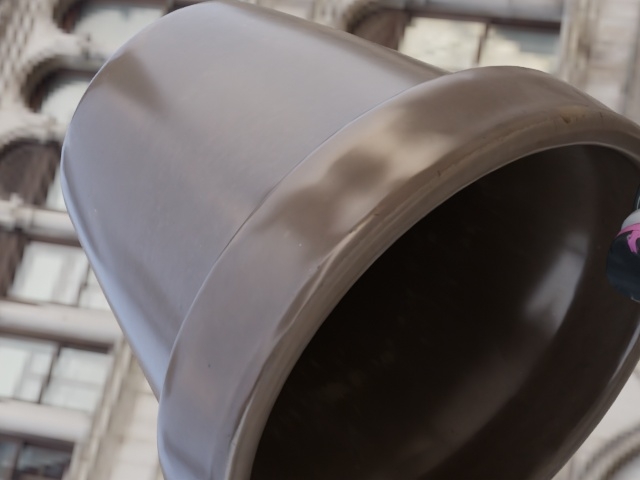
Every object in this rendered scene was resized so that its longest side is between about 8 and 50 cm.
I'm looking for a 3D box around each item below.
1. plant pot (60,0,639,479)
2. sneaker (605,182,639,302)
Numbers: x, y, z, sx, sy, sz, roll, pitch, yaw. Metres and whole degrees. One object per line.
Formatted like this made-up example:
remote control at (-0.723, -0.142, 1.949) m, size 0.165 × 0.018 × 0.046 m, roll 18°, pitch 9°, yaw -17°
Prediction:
plant pot at (0.000, 0.000, 0.777) m, size 0.263 × 0.229 × 0.263 m, roll -26°, pitch -41°, yaw -26°
sneaker at (0.212, 0.001, 0.675) m, size 0.072 × 0.178 × 0.077 m, roll 112°, pitch 177°, yaw -65°
